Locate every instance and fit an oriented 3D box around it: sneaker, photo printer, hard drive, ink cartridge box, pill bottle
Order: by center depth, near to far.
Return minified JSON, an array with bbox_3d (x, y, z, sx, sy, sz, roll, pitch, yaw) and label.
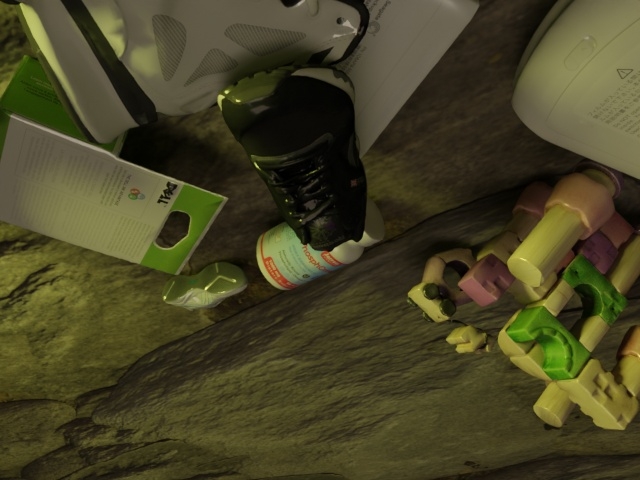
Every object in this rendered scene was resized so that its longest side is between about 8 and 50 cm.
[{"bbox_3d":[-0.094,-0.229,0.439,0.258,0.169,0.447,-15,164,-5],"label":"sneaker"},{"bbox_3d":[0.350,-0.154,0.604,0.308,0.107,0.256,19,149,-12],"label":"photo printer"},{"bbox_3d":[0.000,-0.059,0.604,0.107,0.124,0.283,-15,168,12],"label":"sneaker"},{"bbox_3d":[-0.063,-0.223,0.642,0.353,0.047,0.233,21,138,-19],"label":"hard drive"},{"bbox_3d":[-0.257,-0.075,0.804,0.255,0.097,0.189,21,138,-20],"label":"ink cartridge box"},{"bbox_3d":[0.000,0.000,0.868,0.160,0.087,0.087,-26,131,32],"label":"pill bottle"},{"bbox_3d":[-0.164,0.072,1.009,0.152,0.053,0.061,-13,146,30],"label":"sneaker"}]

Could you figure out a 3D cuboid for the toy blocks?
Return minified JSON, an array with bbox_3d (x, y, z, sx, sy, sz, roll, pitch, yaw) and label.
[{"bbox_3d":[0.329,0.048,0.821,0.288,0.260,0.309,44,159,-1],"label":"toy blocks"}]
